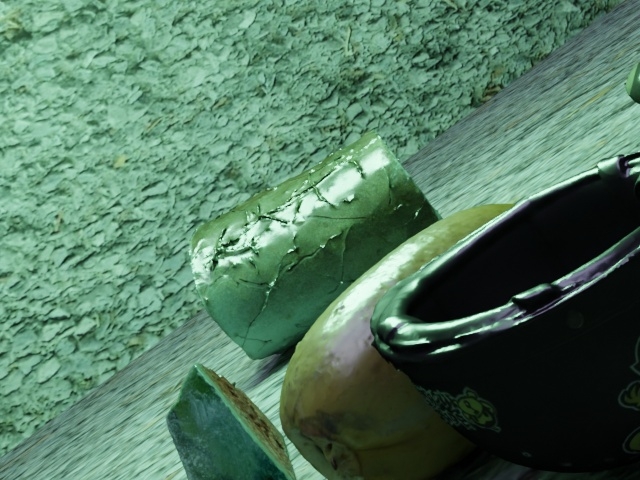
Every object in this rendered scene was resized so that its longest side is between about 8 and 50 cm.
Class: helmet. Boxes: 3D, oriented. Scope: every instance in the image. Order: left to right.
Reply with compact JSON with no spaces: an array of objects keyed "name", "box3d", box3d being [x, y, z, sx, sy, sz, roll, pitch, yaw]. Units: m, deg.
[{"name":"helmet","box3d":[0.164,0.058,0.809,0.230,0.160,0.279,-36,6,-19]}]

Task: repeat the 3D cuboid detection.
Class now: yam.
[{"name":"yam","box3d":[0.000,0.000,1.838,0.348,0.241,0.241,-31,6,6]}]

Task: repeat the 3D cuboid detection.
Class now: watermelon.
[{"name":"watermelon","box3d":[-0.089,0.200,1.277,0.094,0.154,0.241,-34,-7,3]}]

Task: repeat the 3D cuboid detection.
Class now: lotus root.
[{"name":"lotus root","box3d":[0.107,0.067,1.013,0.151,0.169,0.342,27,51,34]}]

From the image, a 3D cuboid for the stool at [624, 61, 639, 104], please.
[{"name":"stool","box3d":[0.496,-0.260,1.651,0.228,0.139,0.153,-29,6,15]}]
